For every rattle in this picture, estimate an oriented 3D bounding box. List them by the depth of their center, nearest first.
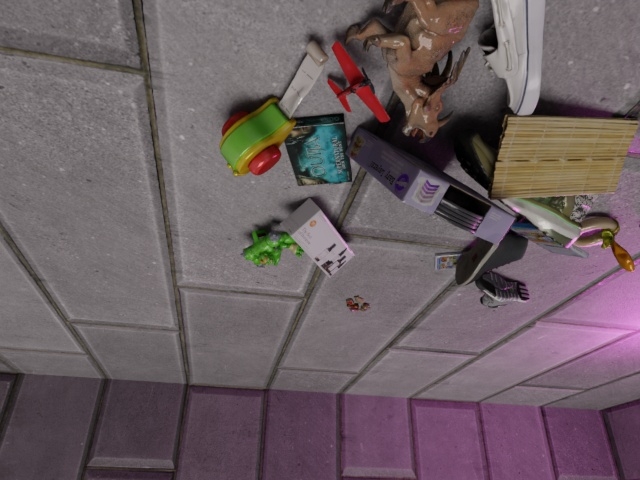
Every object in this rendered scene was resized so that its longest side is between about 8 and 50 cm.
[{"bbox_3d":[0.655,0.019,1.199,0.199,0.143,0.130,-2,168,-7],"label":"rattle"}]

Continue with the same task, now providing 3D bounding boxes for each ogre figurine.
[{"bbox_3d":[-0.130,0.019,1.266,0.196,0.097,0.118,-6,170,41],"label":"ogre figurine"}]

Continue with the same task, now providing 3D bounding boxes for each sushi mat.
[{"bbox_3d":[0.452,-0.154,0.883,0.316,0.019,0.152,-4,118,-20],"label":"sushi mat"}]

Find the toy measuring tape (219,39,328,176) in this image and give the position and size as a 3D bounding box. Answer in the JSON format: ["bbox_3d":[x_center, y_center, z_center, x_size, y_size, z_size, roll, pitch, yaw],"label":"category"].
[{"bbox_3d":[-0.102,-0.209,0.845,0.121,0.122,0.330,16,147,-23],"label":"toy measuring tape"}]

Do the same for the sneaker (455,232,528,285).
[{"bbox_3d":[0.466,0.061,1.304,0.118,0.083,0.222,9,140,-15],"label":"sneaker"}]

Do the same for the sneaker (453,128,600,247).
[{"bbox_3d":[0.437,-0.146,0.973,0.410,0.158,0.182,25,111,-32],"label":"sneaker"}]

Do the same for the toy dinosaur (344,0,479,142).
[{"bbox_3d":[0.164,-0.302,0.687,0.200,0.127,0.296,13,143,-18],"label":"toy dinosaur"}]

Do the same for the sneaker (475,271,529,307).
[{"bbox_3d":[0.542,0.172,1.508,0.228,0.086,0.132,18,148,-27],"label":"sneaker"}]

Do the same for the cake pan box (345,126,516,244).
[{"bbox_3d":[0.201,-0.106,0.894,0.245,0.267,0.070,17,110,-30],"label":"cake pan box"}]

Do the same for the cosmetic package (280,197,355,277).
[{"bbox_3d":[0.000,0.000,1.214,0.099,0.060,0.239,-43,142,-2],"label":"cosmetic package"}]

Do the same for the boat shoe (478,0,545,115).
[{"bbox_3d":[0.284,-0.297,0.716,0.088,0.096,0.268,-5,148,18],"label":"boat shoe"}]

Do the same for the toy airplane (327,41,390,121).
[{"bbox_3d":[0.051,-0.252,0.783,0.028,0.151,0.151,-40,145,-6],"label":"toy airplane"}]

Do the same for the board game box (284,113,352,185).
[{"bbox_3d":[-0.004,-0.181,0.984,0.126,0.026,0.186,-4,149,8],"label":"board game box"}]

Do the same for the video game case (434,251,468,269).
[{"bbox_3d":[0.397,0.059,1.389,0.121,0.011,0.087,-5,149,10],"label":"video game case"}]

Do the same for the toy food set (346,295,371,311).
[{"bbox_3d":[0.129,0.232,1.678,0.077,0.019,0.122,-17,145,27],"label":"toy food set"}]

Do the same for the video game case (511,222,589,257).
[{"bbox_3d":[0.564,-0.002,1.187,0.166,0.015,0.119,26,178,-17],"label":"video game case"}]
